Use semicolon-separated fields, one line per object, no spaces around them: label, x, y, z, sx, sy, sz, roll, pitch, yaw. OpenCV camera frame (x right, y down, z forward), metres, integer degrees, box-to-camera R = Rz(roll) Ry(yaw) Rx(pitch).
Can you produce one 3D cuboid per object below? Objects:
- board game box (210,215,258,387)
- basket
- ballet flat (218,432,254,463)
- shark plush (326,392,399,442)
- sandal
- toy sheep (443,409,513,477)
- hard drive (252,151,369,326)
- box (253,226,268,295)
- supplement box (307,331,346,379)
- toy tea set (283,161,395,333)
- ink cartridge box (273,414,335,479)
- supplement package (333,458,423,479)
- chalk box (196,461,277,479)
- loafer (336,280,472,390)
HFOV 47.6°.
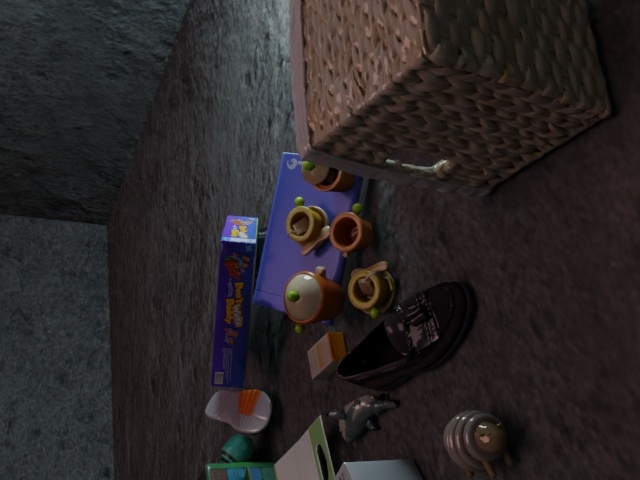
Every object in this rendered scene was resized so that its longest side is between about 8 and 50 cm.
board game box;-0.201;0.137;1.714;0.233;0.078;0.347;-102;17;-74
basket;0.158;-0.271;0.959;0.266;0.328;0.331;-33;55;52
ballet flat;-0.192;0.516;1.734;0.087;0.083;0.247;-48;-12;-27
shark plush;0.089;0.310;1.296;0.161;0.073;0.067;-33;74;32
sandal;-0.179;0.411;1.740;0.265;0.076;0.102;-4;52;53
toy sheep;0.211;0.276;0.994;0.132;0.091;0.091;140;130;-61
hard drive;-0.021;-0.009;1.448;0.210;0.040;0.318;12;90;38
box;-0.075;0.049;1.599;0.156;0.093;0.158;-8;77;63
supplement box;0.014;0.230;1.444;0.098;0.036;0.062;-50;42;48
toy tea set;0.000;0.000;1.324;0.200;0.124;0.336;-26;68;32
ink cartridge box;-0.012;0.471;1.423;0.235;0.056;0.171;-54;39;40
supplement package;0.073;0.481;1.160;0.244;0.139;0.134;-66;32;29
chalk box;-0.180;0.604;1.594;0.289;0.179;0.180;-59;35;38
loafer;0.127;0.164;1.168;0.302;0.095;0.109;-52;41;46
